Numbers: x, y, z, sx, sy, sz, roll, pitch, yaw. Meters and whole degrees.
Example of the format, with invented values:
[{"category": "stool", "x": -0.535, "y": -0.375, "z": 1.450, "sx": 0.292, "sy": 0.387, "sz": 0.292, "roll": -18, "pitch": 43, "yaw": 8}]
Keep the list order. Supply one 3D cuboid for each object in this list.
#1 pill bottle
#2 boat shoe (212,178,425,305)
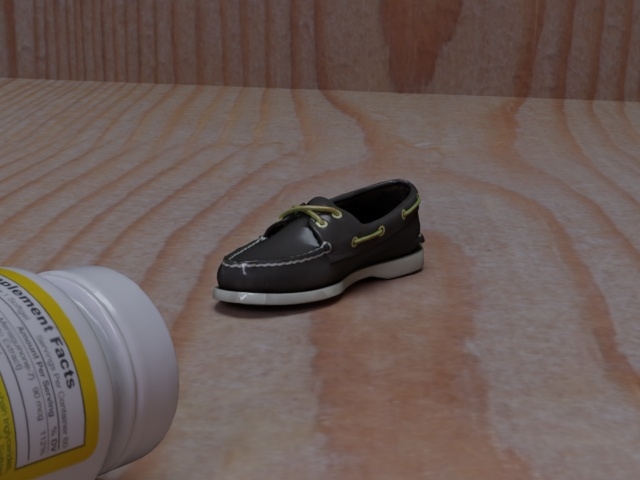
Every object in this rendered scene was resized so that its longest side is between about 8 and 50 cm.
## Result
[{"category": "pill bottle", "x": -0.166, "y": 0.076, "z": 0.667, "sx": 0.119, "sy": 0.119, "sz": 0.208, "roll": 11, "pitch": 15, "yaw": 35}, {"category": "boat shoe", "x": 0.000, "y": 0.000, "z": 1.147, "sx": 0.081, "sy": 0.068, "sz": 0.228, "roll": 10, "pitch": 15, "yaw": 34}]
